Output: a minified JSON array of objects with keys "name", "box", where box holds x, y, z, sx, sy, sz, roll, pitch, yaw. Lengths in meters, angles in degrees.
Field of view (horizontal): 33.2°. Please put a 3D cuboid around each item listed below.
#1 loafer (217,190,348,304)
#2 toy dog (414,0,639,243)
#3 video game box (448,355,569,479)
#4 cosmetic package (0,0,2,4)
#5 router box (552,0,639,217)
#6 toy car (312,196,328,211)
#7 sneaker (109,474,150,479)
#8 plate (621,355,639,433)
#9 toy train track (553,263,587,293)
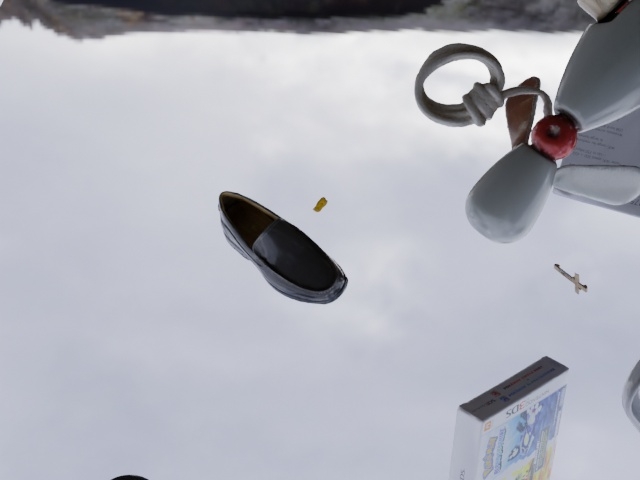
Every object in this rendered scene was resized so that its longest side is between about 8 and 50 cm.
[{"name":"loafer","box":[-0.044,0.007,1.062,0.170,0.061,0.062,30,-107,34]},{"name":"toy dog","box":[0.276,-0.146,1.098,0.334,0.220,0.161,-30,169,11]},{"name":"video game box","box":[0.244,0.275,1.411,0.187,0.205,0.048,-20,-146,-37]},{"name":"cosmetic package","box":[-0.317,-0.288,0.891,0.151,0.184,0.151,26,-108,-14]},{"name":"router box","box":[0.524,-0.164,1.499,0.082,0.301,0.335,11,-173,-46]},{"name":"toy car","box":[0.000,0.000,1.499,0.060,0.122,0.040,28,-165,0]},{"name":"sneaker","box":[-0.253,0.411,1.155,0.112,0.131,0.319,21,-112,-5]},{"name":"plate","box":[0.349,0.075,0.815,0.278,0.277,0.045,-49,-140,-7]},{"name":"toy train track","box":[0.449,0.065,1.914,0.014,0.048,0.083,-29,-136,-19]}]
